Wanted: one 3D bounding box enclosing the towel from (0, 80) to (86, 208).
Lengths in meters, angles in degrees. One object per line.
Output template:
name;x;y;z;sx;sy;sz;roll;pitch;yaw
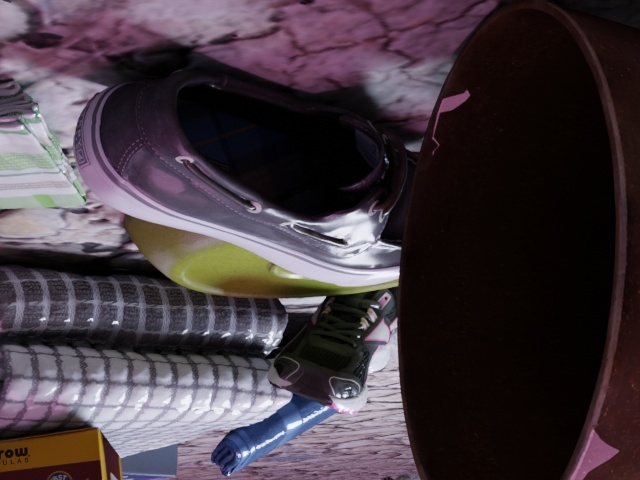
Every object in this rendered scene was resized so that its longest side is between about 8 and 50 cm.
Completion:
towel;-0.180;-0.041;0.632;0.113;0.023;0.152;-2;168;-1

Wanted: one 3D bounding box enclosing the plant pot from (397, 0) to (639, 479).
plant pot;0.175;0.022;0.545;0.231;0.215;0.215;5;164;-16

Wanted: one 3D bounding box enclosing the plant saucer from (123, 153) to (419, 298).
plant saucer;0.000;0.000;0.810;0.241;0.037;0.241;-4;166;-1

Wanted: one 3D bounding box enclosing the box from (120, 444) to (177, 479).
box;-0.281;0.211;1.411;0.207;0.108;0.153;-12;164;29

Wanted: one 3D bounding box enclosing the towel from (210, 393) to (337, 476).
towel;-0.029;0.141;1.029;0.119;0.029;0.067;-27;166;-27

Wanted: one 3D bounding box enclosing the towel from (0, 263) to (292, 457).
towel;-0.192;0.099;0.984;0.235;0.121;0.284;5;162;-38

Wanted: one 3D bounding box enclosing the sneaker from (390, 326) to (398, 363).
sneaker;0.105;0.037;0.983;0.061;0.065;0.158;37;133;-11

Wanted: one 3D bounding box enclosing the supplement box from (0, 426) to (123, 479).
supplement box;-0.199;0.240;0.897;0.129;0.191;0.194;-6;166;-6

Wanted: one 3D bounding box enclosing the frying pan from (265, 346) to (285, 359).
frying pan;-0.015;0.111;1.141;0.197;0.053;0.326;-5;178;-29

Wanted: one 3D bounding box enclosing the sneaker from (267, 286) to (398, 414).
sneaker;0.015;0.061;0.919;0.072;0.077;0.178;18;-165;7

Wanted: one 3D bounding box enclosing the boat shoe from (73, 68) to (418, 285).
boat shoe;-0.002;-0.033;0.613;0.229;0.080;0.076;18;156;-39

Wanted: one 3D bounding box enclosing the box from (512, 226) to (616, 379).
box;0.174;0.047;0.747;0.149;0.126;0.232;-19;176;-5
